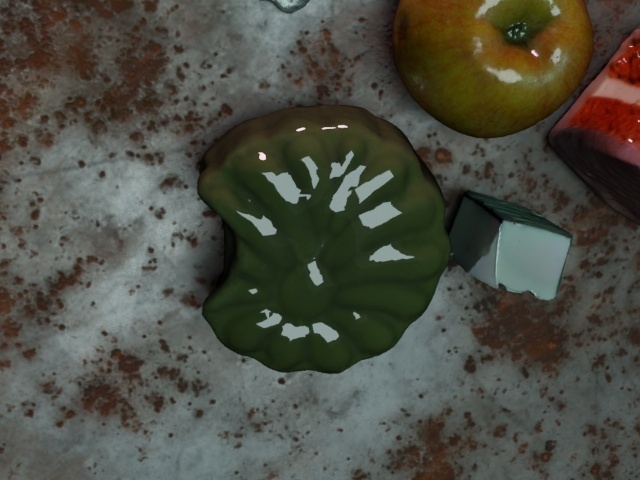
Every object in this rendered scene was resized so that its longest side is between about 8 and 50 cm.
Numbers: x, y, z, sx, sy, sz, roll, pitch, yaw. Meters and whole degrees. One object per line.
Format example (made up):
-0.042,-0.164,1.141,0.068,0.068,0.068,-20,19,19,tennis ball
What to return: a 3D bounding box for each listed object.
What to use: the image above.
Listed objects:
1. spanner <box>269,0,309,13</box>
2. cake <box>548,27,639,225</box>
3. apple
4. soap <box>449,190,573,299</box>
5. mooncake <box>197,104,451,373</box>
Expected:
-0.156,-0.342,1.718,0.302,0.017,0.071,5,102,-16,spanner
0.493,-0.134,1.786,0.230,0.309,0.237,35,90,-22,cake
0.224,-0.258,1.716,0.264,0.264,0.264,-3,104,-14,apple
0.253,0.004,1.792,0.145,0.230,0.091,14,100,-17,soap
0.000,0.000,1.730,0.351,0.187,0.351,-2,108,-7,mooncake
